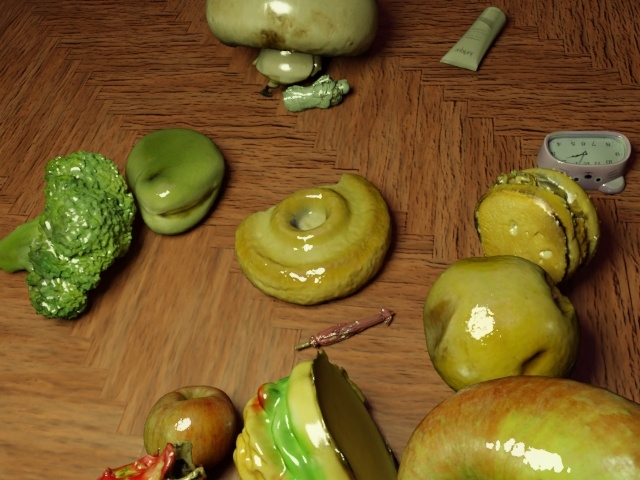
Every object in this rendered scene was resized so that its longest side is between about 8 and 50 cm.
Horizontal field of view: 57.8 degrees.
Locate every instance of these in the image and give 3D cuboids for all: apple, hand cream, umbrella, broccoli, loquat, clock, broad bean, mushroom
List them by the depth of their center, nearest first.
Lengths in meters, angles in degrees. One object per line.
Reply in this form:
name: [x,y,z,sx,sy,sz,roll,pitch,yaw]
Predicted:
apple: [0.247,0.282,0.611,0.309,0.250,0.277,15,92,40]
loquat: [0.232,0.119,0.780,0.213,0.213,0.213,-4,54,6]
apple: [-0.174,0.259,0.797,0.126,0.126,0.101,0,94,10]
umbrella: [0.038,0.140,0.907,0.165,0.025,0.027,-19,31,-7]
broccoli: [-0.434,0.015,1.014,0.302,0.186,0.254,-49,54,26]
clock: [0.468,-0.140,1.025,0.153,0.050,0.109,2,55,11]
broad bean: [-0.277,-0.135,1.102,0.189,0.121,0.263,-13,51,-5]
umbrella: [-0.009,-0.308,1.220,0.144,0.067,0.062,-13,17,8]
mushroom: [-0.058,-0.451,1.228,0.363,0.294,0.362,4,20,-2]
hand cream: [0.347,-0.444,1.272,0.087,0.054,0.186,26,69,30]

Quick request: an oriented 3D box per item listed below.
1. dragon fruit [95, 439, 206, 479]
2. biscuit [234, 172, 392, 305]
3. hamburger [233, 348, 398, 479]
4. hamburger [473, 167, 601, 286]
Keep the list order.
dragon fruit: [-0.206,0.350,0.668,0.210,0.205,0.268,30,96,-5]
biscuit: [0.000,-0.001,0.976,0.274,0.091,0.213,-27,53,-13]
hamburger: [-0.014,0.262,0.709,0.149,0.237,0.237,-30,53,10]
hamburger: [0.327,-0.025,0.890,0.118,0.181,0.191,-27,45,-30]
